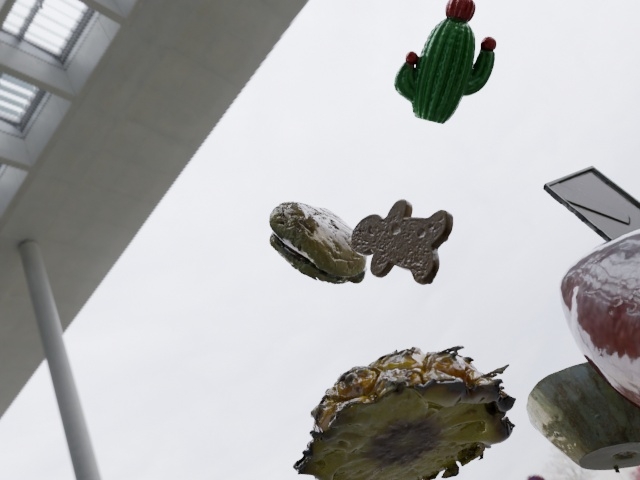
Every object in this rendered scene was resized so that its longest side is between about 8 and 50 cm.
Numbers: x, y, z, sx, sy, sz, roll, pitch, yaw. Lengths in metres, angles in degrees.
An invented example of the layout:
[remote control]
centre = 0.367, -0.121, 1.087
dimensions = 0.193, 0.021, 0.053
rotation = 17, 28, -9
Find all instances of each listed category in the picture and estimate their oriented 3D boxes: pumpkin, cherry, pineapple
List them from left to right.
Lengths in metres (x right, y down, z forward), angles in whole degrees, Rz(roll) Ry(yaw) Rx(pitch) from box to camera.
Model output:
[pineapple]
centre = 0.077, 0.169, 0.545
dimensions = 0.224, 0.076, 0.225
rotation = -7, -46, -7
[pumpkin]
centre = 0.449, 0.298, 0.904
dimensions = 0.217, 0.110, 0.217
rotation = 0, -53, 0
[cherry]
centre = 0.493, 0.089, 0.692
dimensions = 0.326, 0.335, 0.291
rotation = -22, -77, -16

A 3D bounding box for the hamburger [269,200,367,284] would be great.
[hamburger]
centre = -0.001, -0.001, 1.502
dimensions = 0.285, 0.265, 0.134
rotation = 2, -63, -47

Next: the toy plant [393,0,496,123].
[toy plant]
centre = 0.243, -0.330, 1.054
dimensions = 0.154, 0.088, 0.240
rotation = 37, -81, -12

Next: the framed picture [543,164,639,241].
[framed picture]
centre = 0.630, -0.059, 1.231
dimensions = 0.192, 0.265, 0.018
rotation = -18, -37, -31

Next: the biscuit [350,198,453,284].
[biscuit]
centre = 0.126, -0.001, 0.940
dimensions = 0.031, 0.205, 0.138
rotation = 26, -101, -38
